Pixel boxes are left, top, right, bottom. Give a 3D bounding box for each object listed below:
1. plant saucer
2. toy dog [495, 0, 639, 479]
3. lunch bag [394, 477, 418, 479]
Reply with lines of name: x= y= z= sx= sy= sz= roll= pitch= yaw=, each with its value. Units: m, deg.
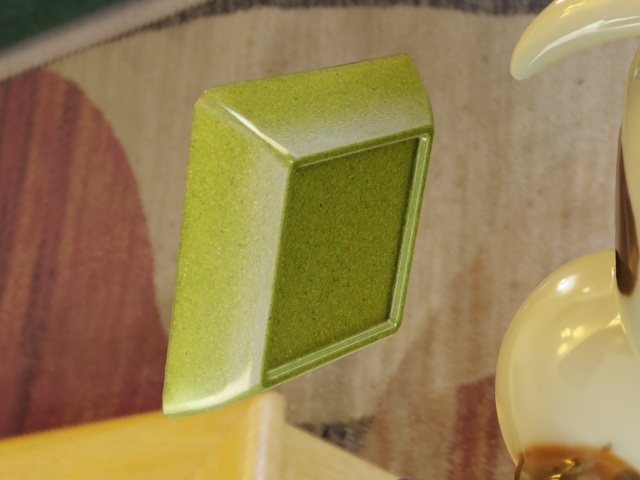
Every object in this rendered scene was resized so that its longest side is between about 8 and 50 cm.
plant saucer: x=0.000 y=0.000 z=0.810 sx=0.045 sy=0.188 sz=0.188 roll=22 pitch=115 yaw=33
toy dog: x=0.265 y=0.040 z=0.925 sx=0.284 sy=0.395 sz=0.408 roll=-96 pitch=25 yaw=-44
lunch bag: x=0.013 y=0.381 z=1.017 sx=0.385 sy=0.239 sz=0.328 roll=-52 pitch=21 yaw=2
